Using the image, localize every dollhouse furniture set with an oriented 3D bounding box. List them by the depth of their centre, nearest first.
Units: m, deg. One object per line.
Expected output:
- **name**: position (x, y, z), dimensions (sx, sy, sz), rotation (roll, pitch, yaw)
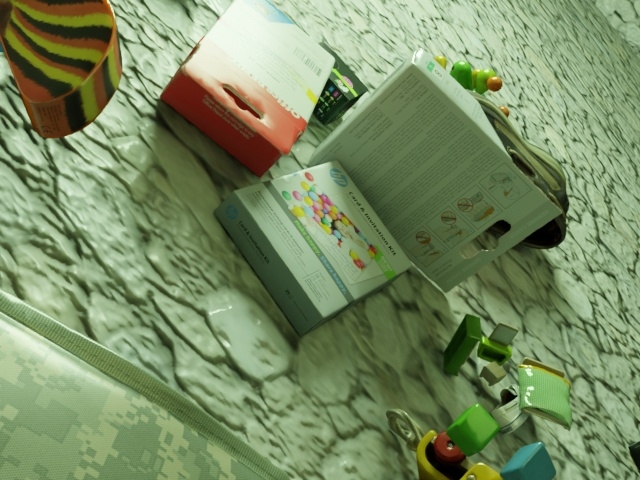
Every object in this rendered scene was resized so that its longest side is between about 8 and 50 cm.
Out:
- **dollhouse furniture set**: position (0.210, 0.132, 0.859), dimensions (0.151, 0.059, 0.076), rotation (22, 34, -5)

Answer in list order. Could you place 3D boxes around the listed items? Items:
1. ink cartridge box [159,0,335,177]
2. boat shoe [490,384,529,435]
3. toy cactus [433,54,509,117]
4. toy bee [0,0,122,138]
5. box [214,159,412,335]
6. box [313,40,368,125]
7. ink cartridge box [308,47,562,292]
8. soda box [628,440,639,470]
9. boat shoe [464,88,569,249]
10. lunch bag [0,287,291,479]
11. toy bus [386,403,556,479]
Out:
- **ink cartridge box**: position (-0.076, -0.162, 0.853), dimensions (0.134, 0.078, 0.231), rotation (38, 35, -14)
- **boat shoe**: position (0.212, 0.173, 0.885), dimensions (0.100, 0.035, 0.035), rotation (-29, 82, -49)
- **toy cactus**: position (0.228, -0.178, 1.202), dimensions (0.181, 0.112, 0.219), rotation (58, 3, -29)
- **toy bee**: position (-0.225, -0.236, 0.651), dimensions (0.162, 0.195, 0.298), rotation (-31, 94, -18)
- **box**: position (0.000, 0.000, 0.814), dimensions (0.145, 0.038, 0.186), rotation (55, 33, 9)
- **box**: position (0.005, -0.193, 0.998), dimensions (0.083, 0.052, 0.062), rotation (47, 34, 1)
- **ink cartridge box**: position (0.124, -0.070, 0.895), dimensions (0.224, 0.181, 0.056), rotation (41, 38, -11)
- **soda box**: position (0.462, 0.237, 0.980), dimensions (0.060, 0.169, 0.053), rotation (10, 48, -43)
- **boat shoe**: position (0.217, -0.086, 1.061), dimensions (0.355, 0.132, 0.130), rotation (20, 43, -34)
- **lunch bag**: position (-0.181, 0.146, 0.350), dimensions (0.287, 0.169, 0.235), rotation (42, 34, -17)
- **toy bus**: position (0.115, 0.237, 0.642), dimensions (0.104, 0.202, 0.191), rotation (-38, 94, -26)
